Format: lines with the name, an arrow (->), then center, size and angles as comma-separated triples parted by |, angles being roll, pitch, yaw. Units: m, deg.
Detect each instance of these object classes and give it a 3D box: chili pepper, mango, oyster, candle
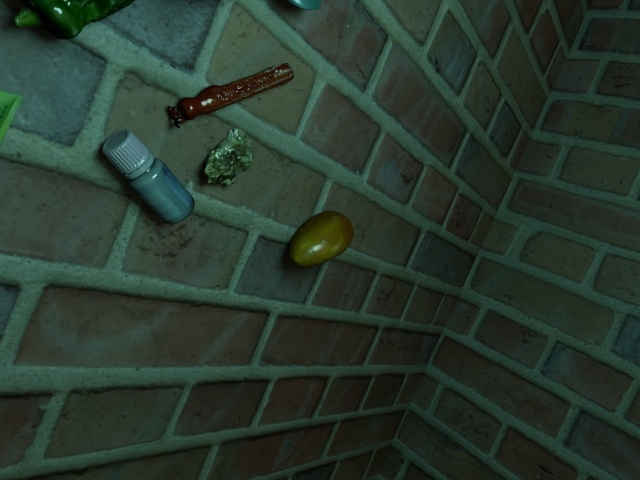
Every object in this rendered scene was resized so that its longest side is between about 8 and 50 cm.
chili pepper -> -0.365, -0.411, 0.686 | 0.270, 0.099, 0.136 | -55, 166, -20
mango -> 0.000, 0.000, 1.267 | 0.252, 0.153, 0.126 | -37, 128, -47
oyster -> -0.209, -0.177, 1.014 | 0.166, 0.053, 0.108 | -50, 149, -26
candle -> -0.184, -0.330, 0.963 | 0.329, 0.048, 0.051 | -35, 146, -32

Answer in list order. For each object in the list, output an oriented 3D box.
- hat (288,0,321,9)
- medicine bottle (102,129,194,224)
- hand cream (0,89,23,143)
hat -> -0.065, -0.583, 0.939 | 0.138, 0.077, 0.191 | -28, 111, -46
medicine bottle -> -0.338, -0.123, 0.874 | 0.083, 0.083, 0.203 | -49, 140, -17
hand cream -> -0.542, -0.210, 0.634 | 0.175, 0.046, 0.095 | 27, 87, -52
